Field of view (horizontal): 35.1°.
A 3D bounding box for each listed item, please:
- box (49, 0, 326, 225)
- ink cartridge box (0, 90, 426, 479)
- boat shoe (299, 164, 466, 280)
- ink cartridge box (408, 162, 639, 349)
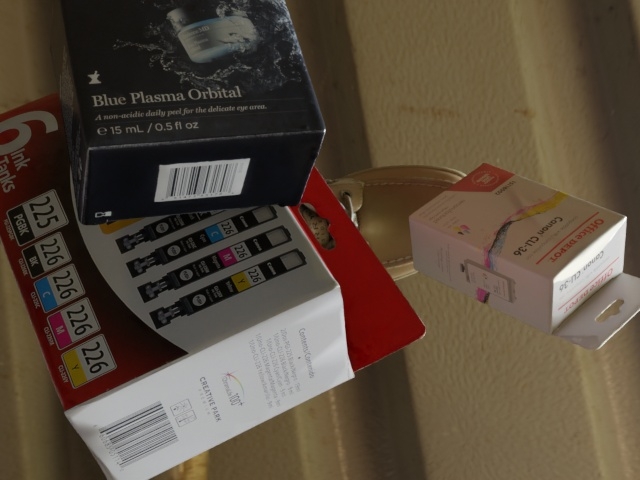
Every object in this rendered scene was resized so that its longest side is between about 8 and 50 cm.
[{"bbox_3d":[-0.097,-0.105,0.694,0.156,0.093,0.158,-7,-119,-19],"label":"box"},{"bbox_3d":[-0.104,-0.007,0.810,0.272,0.130,0.309,-25,-128,-12],"label":"ink cartridge box"},{"bbox_3d":[0.000,0.000,1.029,0.341,0.110,0.121,-13,-87,3],"label":"boat shoe"},{"bbox_3d":[0.191,0.010,0.902,0.198,0.067,0.115,26,-131,38],"label":"ink cartridge box"}]
